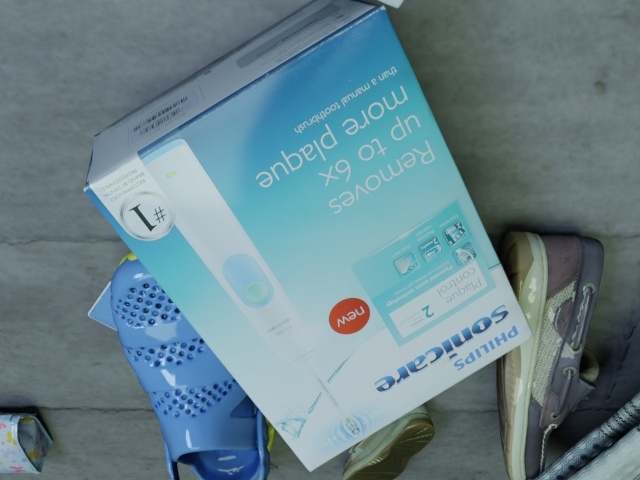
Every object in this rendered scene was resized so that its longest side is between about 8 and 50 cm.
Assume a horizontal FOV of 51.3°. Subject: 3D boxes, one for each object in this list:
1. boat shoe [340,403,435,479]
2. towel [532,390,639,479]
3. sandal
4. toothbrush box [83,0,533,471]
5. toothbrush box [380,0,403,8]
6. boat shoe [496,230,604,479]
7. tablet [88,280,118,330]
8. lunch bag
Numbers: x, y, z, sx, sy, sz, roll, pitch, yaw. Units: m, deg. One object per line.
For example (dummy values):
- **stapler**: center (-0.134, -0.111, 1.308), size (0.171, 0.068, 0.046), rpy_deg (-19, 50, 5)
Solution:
- **boat shoe**: center (0.070, 0.226, 0.739), size (0.056, 0.048, 0.153), rpy_deg (15, 129, -22)
- **towel**: center (0.399, 0.196, 0.653), size (0.312, 0.056, 0.324), rpy_deg (18, 122, -30)
- **sandal**: center (-0.110, 0.148, 0.631), size (0.126, 0.138, 0.317), rpy_deg (-14, 120, 4)
- **toothbrush box**: center (0.000, 0.000, 0.515), size (0.216, 0.126, 0.295), rpy_deg (-30, 119, 0)
- **toothbrush box**: center (0.016, -0.290, 0.309), size (0.206, 0.122, 0.283), rpy_deg (21, 144, -13)
- **boat shoe**: center (0.216, 0.121, 0.631), size (0.092, 0.103, 0.285), rpy_deg (-3, 117, 9)
- **tablet**: center (-0.184, 0.077, 0.666), size (0.083, 0.006, 0.054), rpy_deg (32, 117, -18)
- **lunch bag**: center (-0.346, 0.217, 0.733), size (0.071, 0.053, 0.083), rpy_deg (-4, 132, 7)
